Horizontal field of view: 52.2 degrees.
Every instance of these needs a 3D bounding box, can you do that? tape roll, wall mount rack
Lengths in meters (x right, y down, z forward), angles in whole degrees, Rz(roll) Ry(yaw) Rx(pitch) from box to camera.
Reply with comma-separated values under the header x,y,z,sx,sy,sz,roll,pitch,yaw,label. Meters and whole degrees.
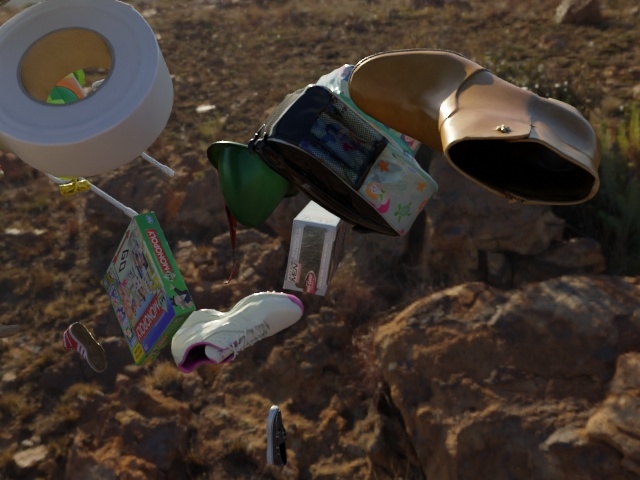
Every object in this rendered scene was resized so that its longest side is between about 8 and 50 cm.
x,y,z,sx,sy,sz,roll,pitch,yaw,label
-0.380,-0.245,1.025,0.286,0.100,0.286,-1,66,2,tape roll
-0.537,-0.230,1.675,0.130,0.304,0.350,-5,36,27,wall mount rack

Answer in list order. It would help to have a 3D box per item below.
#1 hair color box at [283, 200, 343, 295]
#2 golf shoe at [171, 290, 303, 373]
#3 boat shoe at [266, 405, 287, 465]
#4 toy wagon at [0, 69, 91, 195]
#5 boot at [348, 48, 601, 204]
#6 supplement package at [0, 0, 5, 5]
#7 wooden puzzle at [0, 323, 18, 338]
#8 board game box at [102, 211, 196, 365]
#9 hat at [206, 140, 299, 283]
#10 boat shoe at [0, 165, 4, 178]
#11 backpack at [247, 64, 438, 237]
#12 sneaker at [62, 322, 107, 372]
x,y,z,sx,sy,sz,roll,pitch,yaw,label
0.000,0.000,1.782,0.113,0.186,0.374,11,15,7,hair color box
-0.180,0.206,1.417,0.306,0.115,0.140,-17,39,8,golf shoe
-0.089,0.417,1.390,0.040,0.142,0.049,7,21,15,boat shoe
-0.559,-0.249,1.316,0.267,0.344,0.068,-23,-15,-46,toy wagon
0.142,-0.125,0.681,0.295,0.104,0.211,17,27,14,boot
-0.475,-0.441,0.896,0.199,0.198,0.263,-3,45,51,supplement package
-0.574,0.028,0.791,0.080,0.348,0.322,-47,-1,-4,wooden puzzle
-0.360,0.109,1.338,0.046,0.214,0.317,-16,-18,-35,board game box
-0.141,-0.041,1.141,0.172,0.208,0.184,5,65,40,hat
-0.729,-0.136,1.347,0.137,0.043,0.049,-23,-9,-40,boat shoe
0.048,-0.121,0.952,0.191,0.253,0.225,-50,15,-5,backpack
-0.500,0.232,1.382,0.067,0.119,0.042,-28,5,42,sneaker
